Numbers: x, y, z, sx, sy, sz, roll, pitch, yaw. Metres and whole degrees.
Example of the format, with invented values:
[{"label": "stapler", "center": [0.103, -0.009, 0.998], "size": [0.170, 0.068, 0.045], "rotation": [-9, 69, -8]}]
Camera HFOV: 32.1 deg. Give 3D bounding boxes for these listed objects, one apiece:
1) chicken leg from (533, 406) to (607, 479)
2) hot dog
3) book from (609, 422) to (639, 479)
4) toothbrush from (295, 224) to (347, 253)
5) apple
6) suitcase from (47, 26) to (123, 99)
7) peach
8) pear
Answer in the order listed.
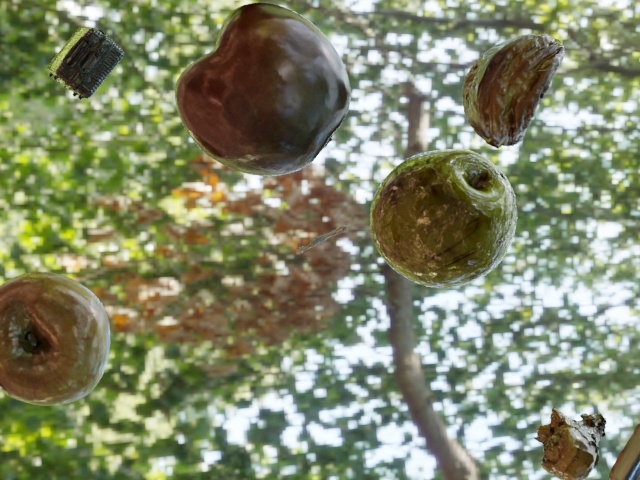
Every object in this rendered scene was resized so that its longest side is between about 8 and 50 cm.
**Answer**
[{"label": "chicken leg", "center": [0.392, 0.305, 1.715], "size": [0.101, 0.207, 0.085], "rotation": [37, -66, 19]}, {"label": "hot dog", "center": [0.303, -0.249, 1.794], "size": [0.196, 0.122, 0.272], "rotation": [-60, -179, 4]}, {"label": "book", "center": [0.599, 0.237, 1.686], "size": [0.039, 0.300, 0.428], "rotation": [25, -105, 43]}, {"label": "toothbrush", "center": [0.000, 0.000, 2.100], "size": [0.162, 0.014, 0.017], "rotation": [-25, -153, 52]}, {"label": "apple", "center": [-0.507, 0.180, 2.049], "size": [0.194, 0.260, 0.261], "rotation": [14, 74, -88]}, {"label": "suitcase", "center": [-0.295, -0.224, 1.400], "size": [0.086, 0.059, 0.126], "rotation": [-53, -158, -3]}, {"label": "peach", "center": [-0.079, -0.215, 1.630], "size": [0.252, 0.252, 0.253], "rotation": [5, -85, 63]}, {"label": "pear", "center": [0.236, -0.047, 2.109], "size": [0.283, 0.283, 0.284], "rotation": [5, -85, 63]}]
